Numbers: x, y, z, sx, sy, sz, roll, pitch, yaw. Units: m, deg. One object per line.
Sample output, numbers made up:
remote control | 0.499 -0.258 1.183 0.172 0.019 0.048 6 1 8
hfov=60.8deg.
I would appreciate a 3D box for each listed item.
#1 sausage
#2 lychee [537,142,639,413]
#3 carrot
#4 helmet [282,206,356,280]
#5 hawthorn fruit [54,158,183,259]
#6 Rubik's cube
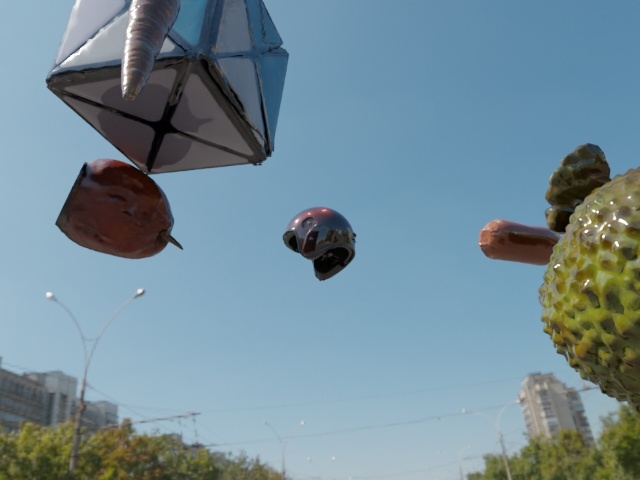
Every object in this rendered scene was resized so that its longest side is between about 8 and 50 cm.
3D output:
sausage | 0.376 0.005 1.021 0.194 0.077 0.077 8 -31 -27
lychee | 0.358 0.046 0.551 0.319 0.270 0.270 22 -10 38
carrot | -0.168 -0.194 0.522 0.048 0.216 0.048 -2 -43 -2
helmet | 0.000 0.000 1.570 0.215 0.193 0.189 10 -22 21
hawthorn fruit | -0.367 -0.052 1.033 0.251 0.190 0.189 21 -30 4
Rubik's cube | -0.254 -0.332 1.009 0.310 0.305 0.307 -1 -26 19
